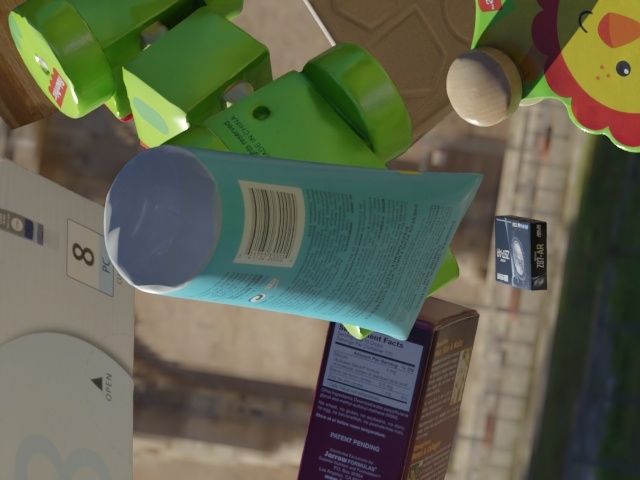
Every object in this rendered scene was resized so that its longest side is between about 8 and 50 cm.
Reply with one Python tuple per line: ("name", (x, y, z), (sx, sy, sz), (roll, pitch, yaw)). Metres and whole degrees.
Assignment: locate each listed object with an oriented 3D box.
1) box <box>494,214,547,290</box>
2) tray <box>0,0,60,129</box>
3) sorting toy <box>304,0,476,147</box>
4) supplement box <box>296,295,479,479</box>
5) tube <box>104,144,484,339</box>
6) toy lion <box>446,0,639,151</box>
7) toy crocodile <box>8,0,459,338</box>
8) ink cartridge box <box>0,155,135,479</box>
("box", (0.195, 0.011, 1.887), (0.083, 0.018, 0.067), (-162, 70, -70))
("tray", (-0.242, -0.258, 1.092), (0.411, 0.076, 0.203), (59, -169, -57))
("sorting toy", (0.082, -0.212, 1.706), (0.193, 0.208, 0.038), (-41, 22, -24))
("supplement box", (0.044, 0.135, 1.382), (0.104, 0.081, 0.188), (-12, -65, -68))
("tube", (0.000, 0.000, 0.762), (0.207, 0.052, 0.080), (9, -66, -57))
("toy lion", (0.079, -0.074, 0.560), (0.034, 0.096, 0.100), (-26, -73, -51))
("toy crocodile", (-0.055, -0.069, 1.005), (0.115, 0.340, 0.105), (-35, -34, -18))
("ink cartridge box", (-0.288, 0.066, 1.344), (0.385, 0.091, 0.308), (30, -131, -44))
